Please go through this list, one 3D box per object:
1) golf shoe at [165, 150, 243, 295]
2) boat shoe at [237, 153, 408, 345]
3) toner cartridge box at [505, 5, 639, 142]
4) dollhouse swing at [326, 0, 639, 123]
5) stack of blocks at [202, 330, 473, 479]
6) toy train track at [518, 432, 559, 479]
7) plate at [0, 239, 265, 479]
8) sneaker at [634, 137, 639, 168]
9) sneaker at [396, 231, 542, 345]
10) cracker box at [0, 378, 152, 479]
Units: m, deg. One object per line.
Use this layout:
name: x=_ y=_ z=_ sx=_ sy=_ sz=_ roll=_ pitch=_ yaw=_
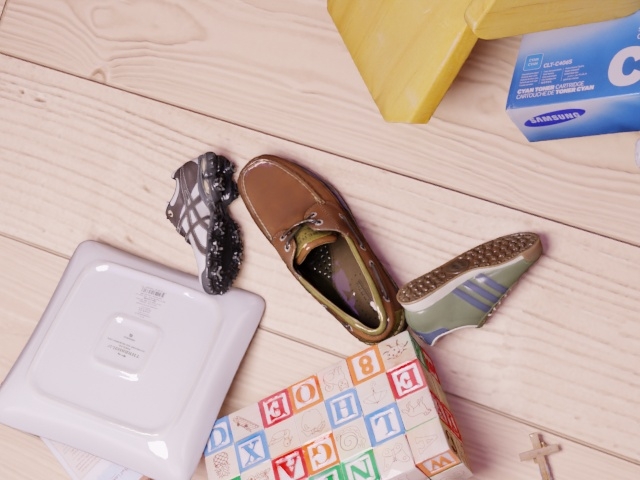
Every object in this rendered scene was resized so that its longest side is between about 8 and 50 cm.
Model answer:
golf shoe: x=-0.157 y=-0.017 z=1.401 sx=0.094 sy=0.077 sz=0.198 roll=-13 pitch=66 yaw=25
boat shoe: x=0.000 y=0.000 z=1.339 sx=0.111 sy=0.104 sz=0.307 roll=-45 pitch=75 yaw=7
toner cartridge box: x=0.388 y=-0.211 z=1.177 sx=0.348 sy=0.075 sz=0.165 roll=-3 pitch=59 yaw=39
dollhouse swing: x=0.208 y=-0.344 z=1.280 sx=0.315 sy=0.305 sz=0.347 roll=-12 pitch=55 yaw=-18
stack of blocks: x=0.013 y=0.256 z=1.283 sx=0.297 sy=0.087 sz=0.171 roll=-26 pitch=50 yaw=12
toy train track: x=0.270 y=0.274 z=1.287 sx=0.048 sy=0.014 sz=0.083 roll=-16 pitch=86 yaw=6
plate: x=-0.245 y=0.141 z=1.352 sx=0.277 sy=0.045 sz=0.278 roll=17 pitch=62 yaw=11
sneaker: x=0.536 y=-0.181 z=1.203 sx=0.366 sy=0.137 sz=0.210 roll=-7 pitch=81 yaw=10
sneaker: x=0.192 y=0.064 z=1.308 sx=0.192 sy=0.064 sz=0.086 roll=-25 pitch=116 yaw=-7
cracker box: x=-0.296 y=0.226 z=1.415 sx=0.156 sy=0.067 sz=0.232 roll=-44 pitch=74 yaw=6
